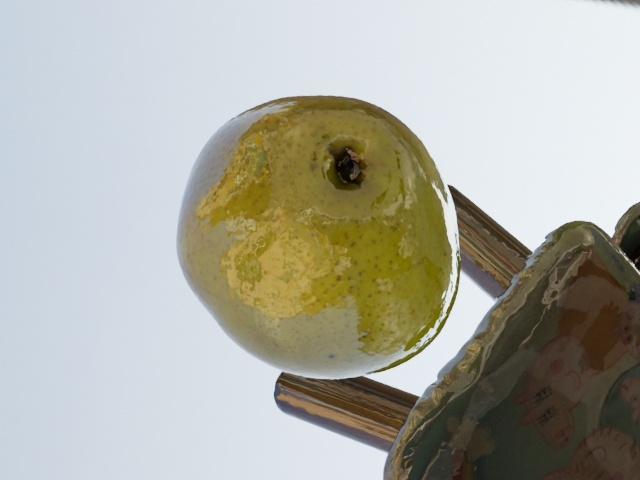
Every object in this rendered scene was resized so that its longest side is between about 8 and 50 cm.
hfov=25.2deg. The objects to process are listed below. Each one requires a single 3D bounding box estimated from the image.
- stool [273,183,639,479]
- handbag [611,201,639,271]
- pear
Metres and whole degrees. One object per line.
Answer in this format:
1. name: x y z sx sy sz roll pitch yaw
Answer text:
1. stool: 0.160 0.150 1.303 0.310 0.226 0.310 -51 -55 -14
2. handbag: 0.390 0.030 1.755 0.079 0.247 0.260 42 -139 15
3. pear: -0.001 0.000 0.934 0.198 0.198 0.198 16 -133 -18
